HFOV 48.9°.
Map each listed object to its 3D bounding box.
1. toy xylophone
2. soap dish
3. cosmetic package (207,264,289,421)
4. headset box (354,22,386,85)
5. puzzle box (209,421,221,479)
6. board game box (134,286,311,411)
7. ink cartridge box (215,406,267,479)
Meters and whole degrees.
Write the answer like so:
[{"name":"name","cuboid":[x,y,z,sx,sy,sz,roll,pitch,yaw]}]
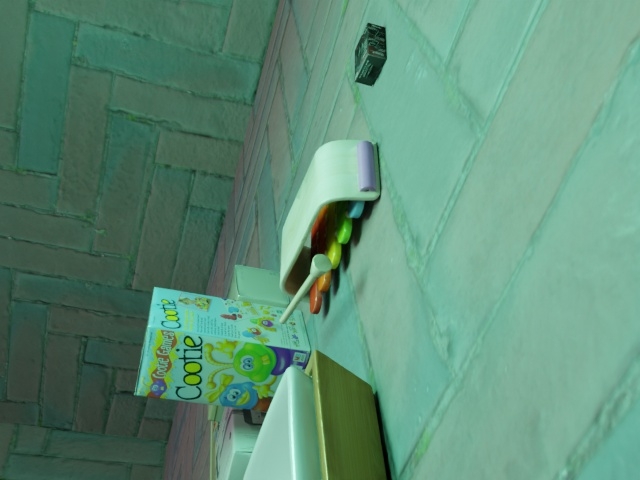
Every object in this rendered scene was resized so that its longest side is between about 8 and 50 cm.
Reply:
[{"name":"toy xylophone","cuboid":[0.000,0.000,1.103,0.322,0.081,0.236,122,155,-57]},{"name":"soap dish","cuboid":[-0.015,0.314,0.844,0.228,0.118,0.290,-97,22,-51]},{"name":"cosmetic package","cuboid":[-0.162,0.228,1.533,0.160,0.113,0.309,-113,35,-67]},{"name":"headset box","cuboid":[0.078,-0.292,1.116,0.062,0.032,0.083,120,158,-54]},{"name":"puzzle box","cuboid":[-0.225,0.449,1.743,0.409,0.052,0.272,-104,28,-60]},{"name":"board game box","cuboid":[-0.174,0.197,1.252,0.144,0.275,0.142,-109,32,-65]},{"name":"ink cartridge box","cuboid":[-0.147,0.409,1.371,0.218,0.092,0.158,-109,33,-68]}]
